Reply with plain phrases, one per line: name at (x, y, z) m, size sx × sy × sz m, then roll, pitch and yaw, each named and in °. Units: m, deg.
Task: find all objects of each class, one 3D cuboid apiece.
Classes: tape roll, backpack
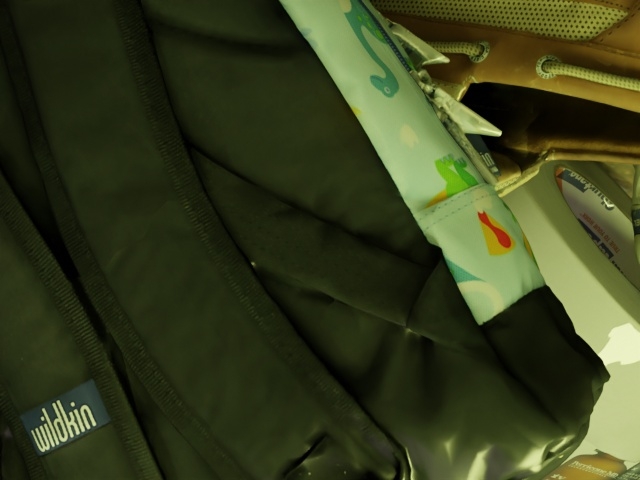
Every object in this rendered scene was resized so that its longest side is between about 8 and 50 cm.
tape roll at (0.151, 0.021, 0.834) m, size 0.072 × 0.219 × 0.219 m, roll -43°, pitch 134°, yaw 20°
backpack at (-0.072, -0.028, 0.636) m, size 0.290 × 0.273 × 0.355 m, roll -35°, pitch 94°, yaw 26°

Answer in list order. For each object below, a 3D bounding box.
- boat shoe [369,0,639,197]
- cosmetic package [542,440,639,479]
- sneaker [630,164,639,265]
boat shoe at (0.074, -0.084, 0.719) m, size 0.324 × 0.120 × 0.122 m, roll -2°, pitch 156°, yaw 41°
cosmetic package at (0.243, 0.126, 1.181) m, size 0.377 × 0.097 × 0.284 m, roll 18°, pitch 144°, yaw -14°
sneaker at (0.317, -0.005, 0.772) m, size 0.296 × 0.131 × 0.112 m, roll 7°, pitch 160°, yaw 16°
